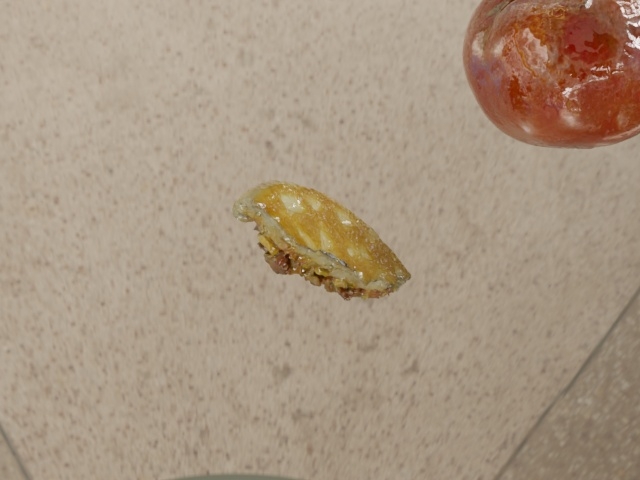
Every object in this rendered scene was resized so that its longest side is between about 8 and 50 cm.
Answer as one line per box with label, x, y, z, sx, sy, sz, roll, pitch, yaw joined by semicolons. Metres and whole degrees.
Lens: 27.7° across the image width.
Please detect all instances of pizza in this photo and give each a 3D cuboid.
pizza;-0.001;0.002;1.351;0.246;0.058;0.127;15;43;-48

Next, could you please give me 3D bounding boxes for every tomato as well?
tomato;0.270;-0.188;1.345;0.232;0.188;0.232;-13;30;7
